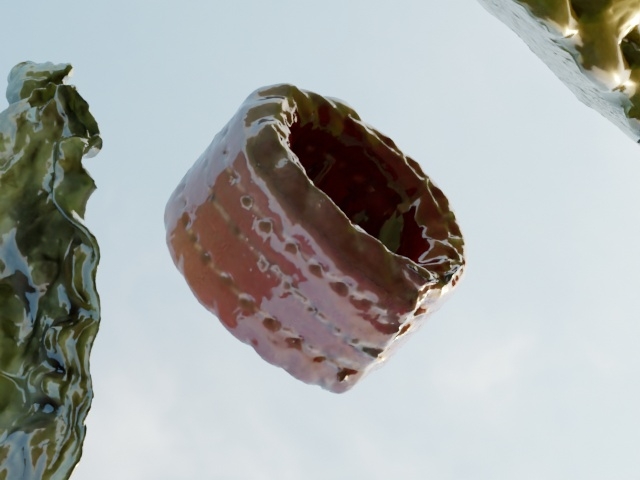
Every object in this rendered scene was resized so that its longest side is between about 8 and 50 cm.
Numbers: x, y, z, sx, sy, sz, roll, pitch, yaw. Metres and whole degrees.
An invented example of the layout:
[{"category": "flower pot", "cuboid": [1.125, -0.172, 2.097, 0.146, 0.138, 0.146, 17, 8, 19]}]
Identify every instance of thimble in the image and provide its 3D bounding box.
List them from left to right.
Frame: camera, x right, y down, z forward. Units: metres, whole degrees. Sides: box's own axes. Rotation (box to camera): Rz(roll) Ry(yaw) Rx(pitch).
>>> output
[{"category": "thimble", "cuboid": [-0.002, -0.005, 1.145, 0.189, 0.125, 0.163, 46, -150, 8]}]

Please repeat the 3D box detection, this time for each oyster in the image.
[{"category": "oyster", "cuboid": [-0.213, 0.058, 1.076, 0.107, 0.201, 0.354, 12, -106, -27]}]

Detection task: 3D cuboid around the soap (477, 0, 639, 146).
[{"category": "soap", "cuboid": [0.210, -0.202, 0.905, 0.143, 0.281, 0.259, 43, -176, 37]}]
